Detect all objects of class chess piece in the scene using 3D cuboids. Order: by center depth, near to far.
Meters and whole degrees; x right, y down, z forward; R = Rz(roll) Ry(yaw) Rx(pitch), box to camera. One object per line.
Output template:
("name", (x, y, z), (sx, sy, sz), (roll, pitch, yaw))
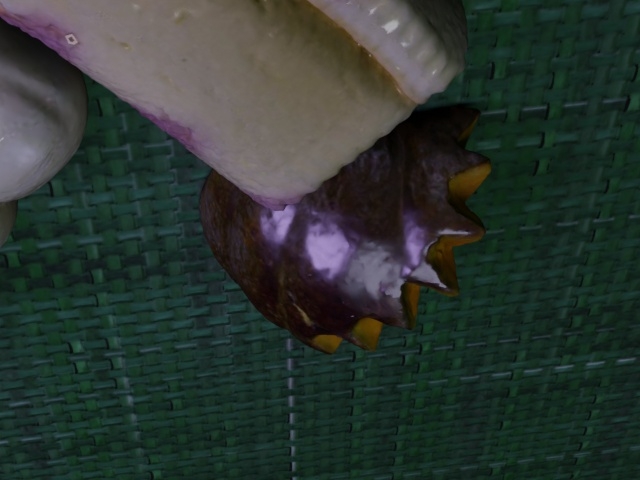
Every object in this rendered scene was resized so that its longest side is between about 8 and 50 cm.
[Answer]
("chess piece", (-0.283, -0.025, 0.830), (0.182, 0.182, 0.330), (27, 122, -37))

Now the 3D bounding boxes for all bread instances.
("bread", (-0.079, -0.169, 0.692), (0.187, 0.155, 0.338), (-38, 131, 19))

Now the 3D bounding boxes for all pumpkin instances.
("pumpkin", (0.000, 0.000, 0.932), (0.149, 0.130, 0.254), (21, 133, -33))
